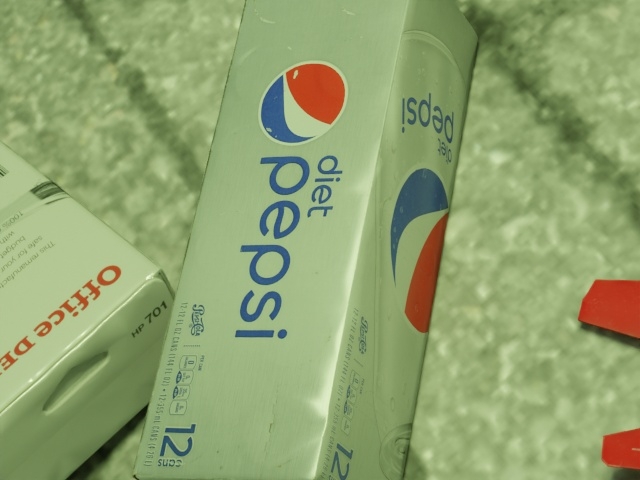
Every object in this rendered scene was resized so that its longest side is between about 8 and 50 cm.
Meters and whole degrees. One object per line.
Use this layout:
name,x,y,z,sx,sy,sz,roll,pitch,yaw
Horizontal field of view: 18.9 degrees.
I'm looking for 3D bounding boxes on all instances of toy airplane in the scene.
toy airplane,0.173,0.056,0.865,0.151,0.028,0.151,-13,58,21

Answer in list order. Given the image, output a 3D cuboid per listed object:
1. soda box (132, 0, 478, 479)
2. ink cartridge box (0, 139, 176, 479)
soda box,0.000,0.000,0.941,0.098,0.091,0.286,-2,62,26
ink cartridge box,-0.177,0.035,0.999,0.139,0.082,0.190,-42,54,-16
